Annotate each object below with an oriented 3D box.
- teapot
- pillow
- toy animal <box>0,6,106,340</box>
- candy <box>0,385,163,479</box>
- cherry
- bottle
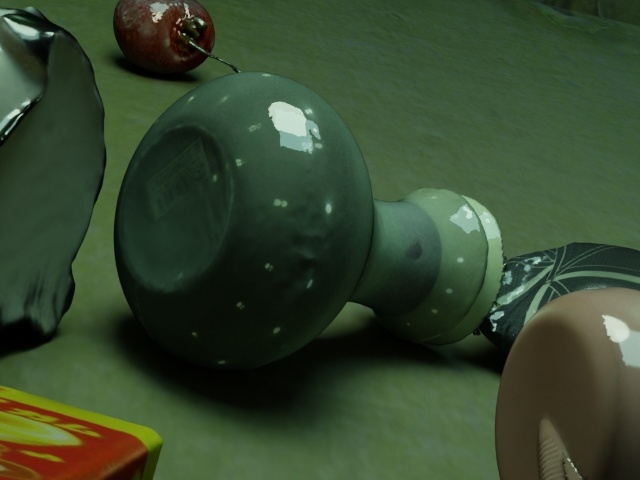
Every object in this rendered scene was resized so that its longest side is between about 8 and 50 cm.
[{"bbox_3d":[0.000,0.000,0.991,0.251,0.183,0.183,13,13,-46],"label":"teapot"},{"bbox_3d":[0.268,0.076,1.063,0.335,0.092,0.161,18,22,17],"label":"pillow"},{"bbox_3d":[-0.268,-0.066,0.902,0.267,0.212,0.212,23,19,15],"label":"toy animal"},{"bbox_3d":[-0.152,0.101,0.550,0.146,0.088,0.276,14,0,2],"label":"candy"},{"bbox_3d":[-0.144,-0.199,1.618,0.107,0.090,0.225,14,22,-43],"label":"cherry"},{"bbox_3d":[0.245,0.116,0.817,0.297,0.173,0.206,7,52,-21],"label":"bottle"}]
